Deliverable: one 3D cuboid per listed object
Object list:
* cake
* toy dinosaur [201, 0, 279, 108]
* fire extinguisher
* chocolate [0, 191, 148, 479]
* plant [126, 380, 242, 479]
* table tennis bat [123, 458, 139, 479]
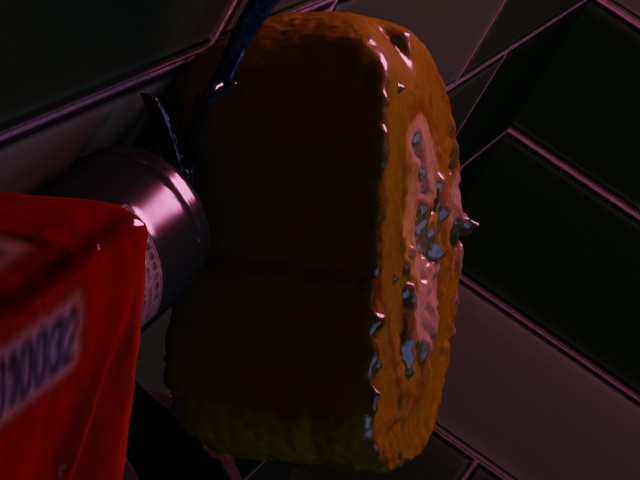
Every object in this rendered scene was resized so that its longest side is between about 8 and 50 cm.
[{"bbox_3d":[0.000,0.000,1.132,0.179,0.156,0.260,4,91,-74],"label":"cake"},{"bbox_3d":[0.026,-0.216,0.955,0.147,0.076,0.363,-23,151,-37],"label":"toy dinosaur"},{"bbox_3d":[-0.123,0.019,0.955,0.294,0.093,0.118,-45,131,-54],"label":"fire extinguisher"},{"bbox_3d":[-0.210,0.177,0.600,0.360,0.161,0.341,-43,147,-57],"label":"chocolate"},{"bbox_3d":[-0.142,0.156,1.160,0.142,0.164,0.256,-59,159,20],"label":"plant"},{"bbox_3d":[-0.101,0.143,0.872,0.170,0.119,0.107,-4,90,-51],"label":"table tennis bat"}]
